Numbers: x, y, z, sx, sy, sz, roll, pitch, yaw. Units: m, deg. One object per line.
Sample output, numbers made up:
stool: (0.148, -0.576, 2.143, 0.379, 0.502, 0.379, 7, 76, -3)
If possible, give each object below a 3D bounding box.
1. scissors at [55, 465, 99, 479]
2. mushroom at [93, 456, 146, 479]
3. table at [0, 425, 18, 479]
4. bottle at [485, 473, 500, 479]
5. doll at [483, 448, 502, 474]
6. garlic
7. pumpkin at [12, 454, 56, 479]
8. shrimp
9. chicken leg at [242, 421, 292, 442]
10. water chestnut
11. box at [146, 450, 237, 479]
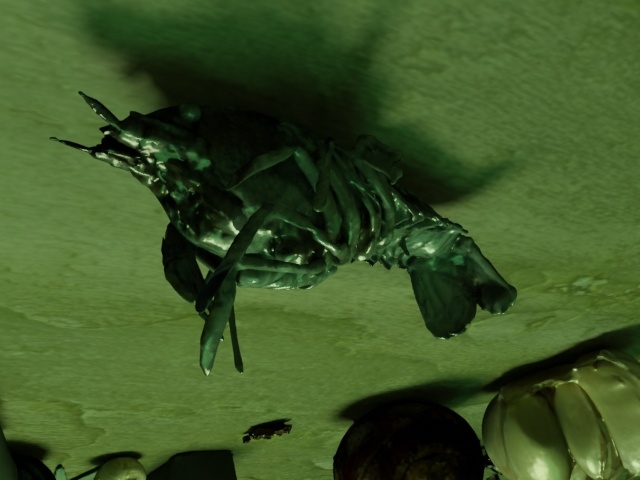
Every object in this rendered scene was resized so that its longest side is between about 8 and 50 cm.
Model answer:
scissors: (-0.405, 0.391, 1.425, 0.144, 0.017, 0.247, 4, 148, -32)
mushroom: (-0.295, 0.359, 1.334, 0.083, 0.067, 0.084, -22, 126, -33)
table: (-0.408, 0.248, 1.001, 0.126, 0.126, 0.220, -5, 154, -14)
bottle: (0.226, 0.480, 1.696, 0.206, 0.173, 0.297, -21, 153, 14)
doll: (0.354, 0.410, 1.735, 0.091, 0.067, 0.219, -11, 160, 3)
garlic: (0.377, 0.277, 1.326, 0.281, 0.203, 0.184, -27, 170, 21)
pumpkin: (-0.439, 0.366, 1.202, 0.194, 0.150, 0.194, -8, 165, -2)
shrimp: (-0.003, -0.004, 0.644, 0.221, 0.166, 0.410, -31, 160, 31)
chicken leg: (-0.082, 0.284, 1.337, 0.083, 0.021, 0.036, -17, 163, 13)
water chestnut: (0.127, 0.343, 1.359, 0.223, 0.224, 0.238, 2, -165, -27)
box: (-0.219, 0.460, 1.455, 0.138, 0.178, 0.274, 8, 148, -35)
